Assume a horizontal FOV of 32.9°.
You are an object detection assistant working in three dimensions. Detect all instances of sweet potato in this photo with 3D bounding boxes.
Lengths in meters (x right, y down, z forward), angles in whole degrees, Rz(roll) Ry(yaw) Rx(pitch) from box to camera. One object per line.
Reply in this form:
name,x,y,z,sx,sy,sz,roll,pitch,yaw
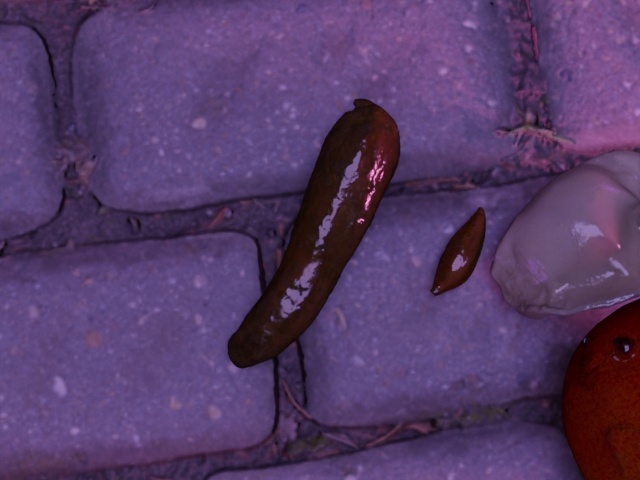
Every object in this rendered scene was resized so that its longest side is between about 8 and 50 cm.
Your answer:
sweet potato,0.132,0.013,1.006,0.034,0.034,0.095,30,84,1
sweet potato,0.000,0.000,0.986,0.075,0.075,0.273,26,88,0

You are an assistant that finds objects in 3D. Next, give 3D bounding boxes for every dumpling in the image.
dumpling,0.246,-0.001,0.963,0.169,0.100,0.134,-29,44,-17

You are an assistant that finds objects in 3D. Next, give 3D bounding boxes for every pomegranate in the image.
pomegranate,0.316,0.154,0.913,0.210,0.210,0.235,-39,87,-6
